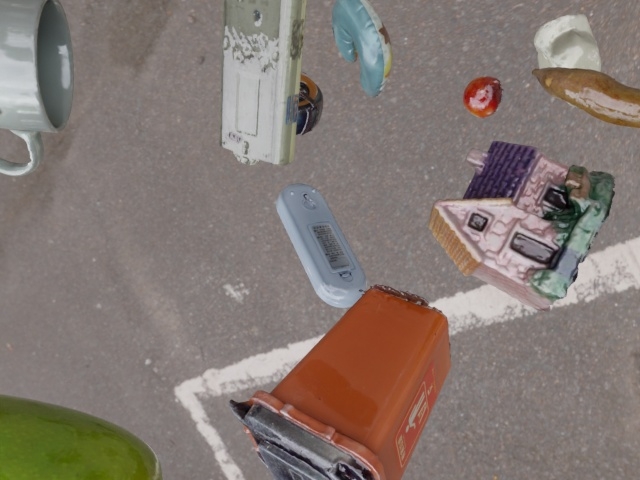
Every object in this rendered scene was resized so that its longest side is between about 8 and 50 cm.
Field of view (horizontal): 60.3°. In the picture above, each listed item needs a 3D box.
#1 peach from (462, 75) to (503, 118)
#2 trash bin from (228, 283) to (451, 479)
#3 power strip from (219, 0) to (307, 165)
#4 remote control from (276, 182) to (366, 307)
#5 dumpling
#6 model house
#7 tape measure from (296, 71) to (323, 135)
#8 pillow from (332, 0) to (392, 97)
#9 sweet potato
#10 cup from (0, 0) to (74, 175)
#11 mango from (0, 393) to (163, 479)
[{"bbox_3d":[0.373,-0.335,1.283,0.098,0.061,0.098,14,108,49],"label":"peach"},{"bbox_3d":[0.036,0.176,0.633,0.184,0.239,0.161,16,139,31],"label":"trash bin"},{"bbox_3d":[-0.058,-0.205,0.543,0.092,0.034,0.268,21,119,29],"label":"power strip"},{"bbox_3d":[0.000,0.000,0.905,0.244,0.087,0.047,62,149,28],"label":"remote control"},{"bbox_3d":[0.629,-0.448,1.378,0.162,0.132,0.250,-42,120,2],"label":"dumpling"},{"bbox_3d":[0.312,-0.041,0.909,0.237,0.202,0.237,27,90,14],"label":"model house"},{"bbox_3d":[-0.098,-0.410,1.650,0.223,0.202,0.135,53,151,31],"label":"tape measure"},{"bbox_3d":[0.093,-0.469,1.314,0.233,0.086,0.214,59,165,19],"label":"pillow"},{"bbox_3d":[0.408,-0.201,0.780,0.281,0.067,0.059,41,146,34],"label":"sweet potato"},{"bbox_3d":[-0.484,-0.215,0.772,0.234,0.186,0.258,0,117,-9],"label":"cup"},{"bbox_3d":[-0.328,0.252,0.559,0.343,0.192,0.156,21,119,-14],"label":"mango"}]
